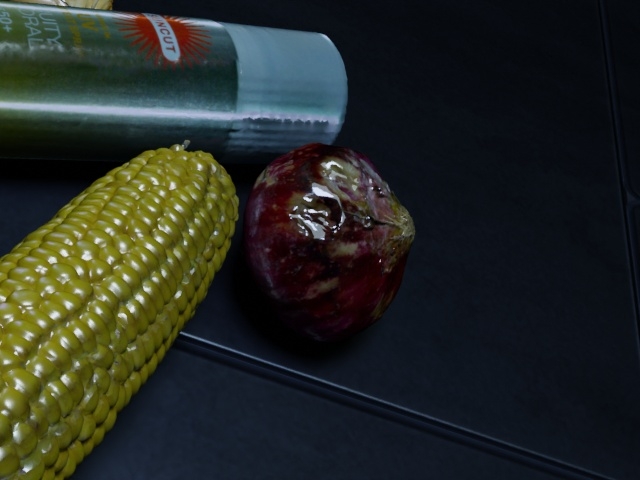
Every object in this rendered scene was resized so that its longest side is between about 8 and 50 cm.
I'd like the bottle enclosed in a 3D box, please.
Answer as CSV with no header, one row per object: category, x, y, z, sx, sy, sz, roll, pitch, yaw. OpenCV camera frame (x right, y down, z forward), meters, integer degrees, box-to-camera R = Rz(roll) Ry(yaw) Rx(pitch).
bottle,-0.122,-0.083,0.746,0.286,0.082,0.082,0,54,-33

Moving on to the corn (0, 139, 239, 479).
corn,-0.116,0.038,0.641,0.091,0.091,0.260,43,41,-6

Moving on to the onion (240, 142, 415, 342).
onion,0.000,0.000,0.752,0.107,0.097,0.107,8,80,-55

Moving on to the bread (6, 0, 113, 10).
bread,-0.171,-0.154,0.806,0.111,0.044,0.083,24,41,-15
